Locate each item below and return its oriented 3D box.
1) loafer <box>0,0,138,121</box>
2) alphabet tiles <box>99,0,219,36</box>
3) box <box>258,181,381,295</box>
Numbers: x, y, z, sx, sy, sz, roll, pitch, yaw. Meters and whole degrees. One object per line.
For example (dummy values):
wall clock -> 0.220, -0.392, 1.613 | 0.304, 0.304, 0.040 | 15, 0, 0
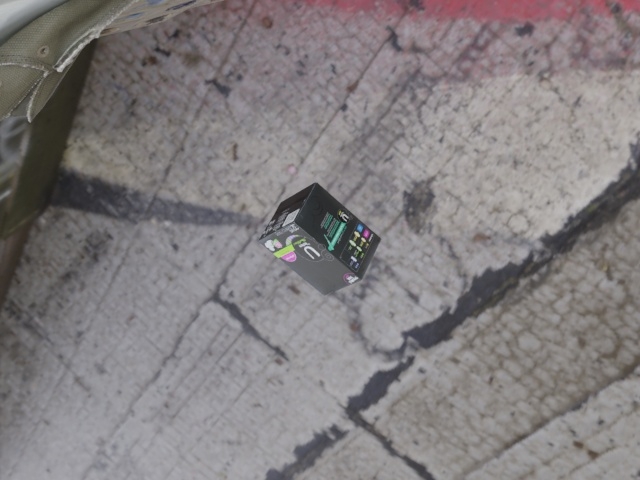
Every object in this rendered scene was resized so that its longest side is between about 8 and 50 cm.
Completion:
loafer -> -0.177, -0.122, 0.486 | 0.094, 0.251, 0.087 | 45, 162, 15
alphabet tiles -> -0.131, -0.213, 0.750 | 0.342, 0.285, 0.011 | -4, 107, 54
box -> 0.000, 0.000, 0.794 | 0.083, 0.052, 0.062 | 40, 145, -19
